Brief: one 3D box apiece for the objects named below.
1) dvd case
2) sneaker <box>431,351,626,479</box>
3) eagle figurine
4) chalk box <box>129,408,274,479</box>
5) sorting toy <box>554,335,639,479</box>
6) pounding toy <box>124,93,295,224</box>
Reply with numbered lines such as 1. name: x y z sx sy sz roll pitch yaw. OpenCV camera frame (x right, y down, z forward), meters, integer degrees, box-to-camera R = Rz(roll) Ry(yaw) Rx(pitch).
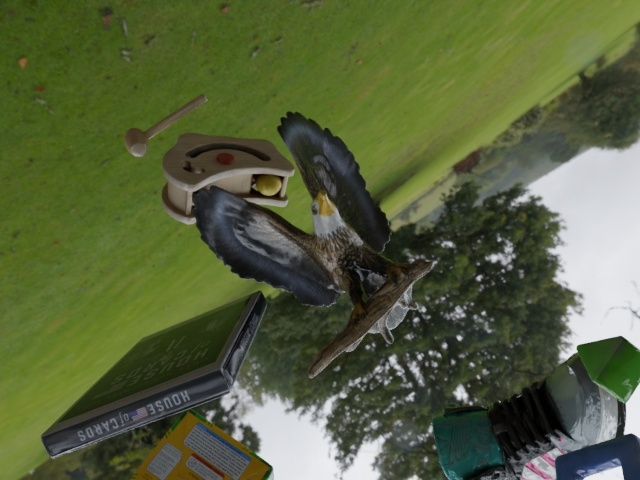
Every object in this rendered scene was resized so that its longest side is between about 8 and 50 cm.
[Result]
1. dvd case: -0.158 0.130 0.543 0.179 0.029 0.239 -22 -172 5
2. sneaker: 0.234 0.237 0.617 0.178 0.124 0.295 -2 134 -1
3. eagle figurine: 0.001 -0.008 0.659 0.226 0.298 0.225 -13 133 -40
4. chalk box: -0.142 0.334 0.615 0.132 0.132 0.213 -52 159 -35
5. sorting toy: 0.240 0.074 0.218 0.347 0.047 0.196 -40 -161 54
6. pounding toy: -0.174 -0.130 0.794 0.269 0.154 0.155 1 131 -18
